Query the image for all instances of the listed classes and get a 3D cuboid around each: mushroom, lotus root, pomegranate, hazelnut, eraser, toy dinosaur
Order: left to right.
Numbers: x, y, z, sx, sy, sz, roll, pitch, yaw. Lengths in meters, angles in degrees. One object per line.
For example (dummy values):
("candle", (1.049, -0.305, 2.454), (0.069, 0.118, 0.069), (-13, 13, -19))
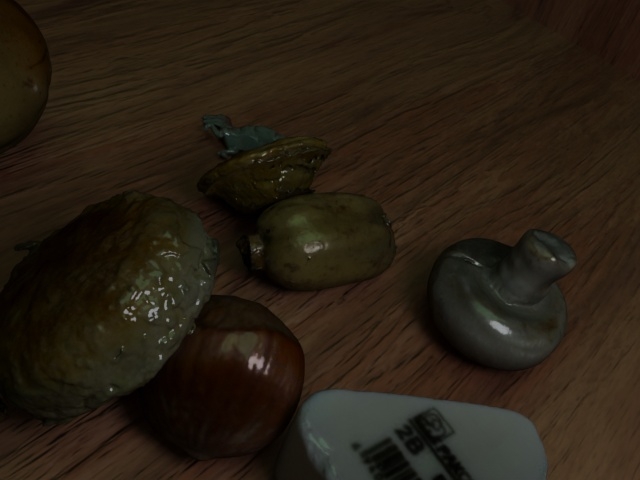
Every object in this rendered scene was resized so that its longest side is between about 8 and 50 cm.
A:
("pomegranate", (-0.588, -0.269, 1.073), (0.319, 0.319, 0.319), (11, 43, -10))
("hazelnut", (-0.124, 0.173, 0.877), (0.214, 0.176, 0.214), (-8, 62, 16))
("toy dinosaur", (-0.107, -0.195, 1.345), (0.242, 0.053, 0.167), (0, 38, -9))
("lotus root", (0.000, 0.000, 1.119), (0.284, 0.146, 0.160), (-8, 37, -26))
("eraser", (0.090, 0.307, 0.829), (0.331, 0.150, 0.331), (10, 42, -9))
("mushroom", (0.298, 0.073, 1.098), (0.243, 0.243, 0.243), (11, 43, -10))

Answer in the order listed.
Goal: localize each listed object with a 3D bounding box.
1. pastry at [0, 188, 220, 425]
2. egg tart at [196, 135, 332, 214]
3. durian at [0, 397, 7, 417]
("pastry", (-0.268, 0.064, 0.850), (0.136, 0.329, 0.329), (51, 28, -34))
("egg tart", (-0.089, -0.106, 1.175), (0.241, 0.241, 0.106), (-19, 90, -35))
("durian", (-0.472, 0.182, 0.785), (0.220, 0.137, 0.095), (27, 76, 0))
